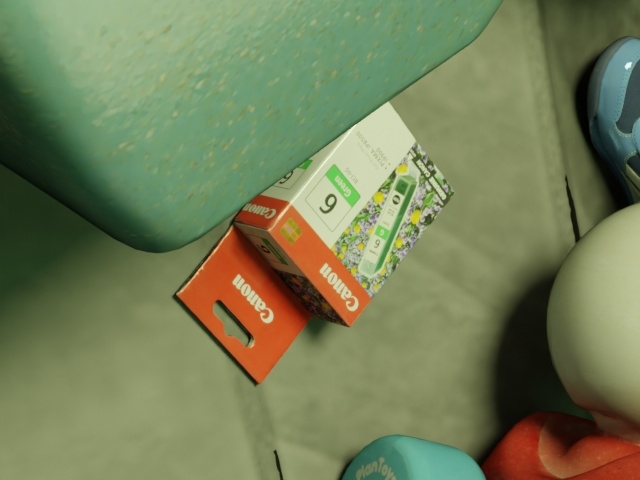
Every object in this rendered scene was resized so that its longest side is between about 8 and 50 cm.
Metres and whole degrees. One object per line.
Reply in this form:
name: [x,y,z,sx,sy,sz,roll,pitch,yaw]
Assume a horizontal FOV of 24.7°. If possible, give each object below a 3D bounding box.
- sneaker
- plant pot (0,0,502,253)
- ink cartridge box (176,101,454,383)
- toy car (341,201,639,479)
sneaker: [0.174,-0.034,0.705,0.053,0.059,0.144,-39,118,-22]
plant pot: [-0.064,-0.147,0.407,0.247,0.248,0.252,-37,134,-26]
ink cartridge box: [0.000,0.000,0.602,0.115,0.029,0.063,-51,123,-18]
toy car: [0.158,0.068,0.617,0.219,0.210,0.238,16,88,-26]
